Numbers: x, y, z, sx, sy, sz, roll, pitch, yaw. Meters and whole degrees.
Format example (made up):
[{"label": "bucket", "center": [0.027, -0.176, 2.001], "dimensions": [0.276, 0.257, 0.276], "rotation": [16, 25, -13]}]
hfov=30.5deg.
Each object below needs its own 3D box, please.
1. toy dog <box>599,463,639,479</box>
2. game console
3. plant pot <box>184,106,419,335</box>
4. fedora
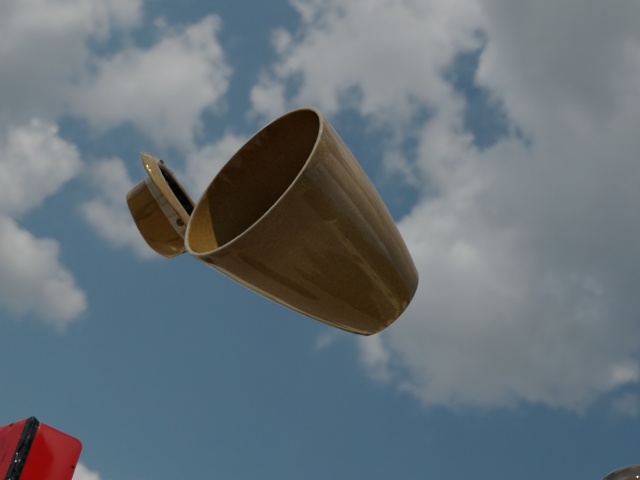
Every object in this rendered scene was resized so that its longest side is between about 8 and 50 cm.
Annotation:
[{"label": "toy dog", "center": [0.324, 0.460, 1.361], "dimensions": [0.284, 0.395, 0.408], "rotation": [48, -63, 16]}, {"label": "game console", "center": [-0.445, 0.346, 1.766], "dimensions": [0.124, 0.144, 0.085], "rotation": [-19, -56, 21]}, {"label": "plant pot", "center": [0.000, 0.000, 1.491], "dimensions": [0.254, 0.237, 0.237], "rotation": [41, -36, -25]}, {"label": "fedora", "center": [-0.229, -0.036, 1.729], "dimensions": [0.079, 0.194, 0.194], "rotation": [-33, -63, 4]}]
